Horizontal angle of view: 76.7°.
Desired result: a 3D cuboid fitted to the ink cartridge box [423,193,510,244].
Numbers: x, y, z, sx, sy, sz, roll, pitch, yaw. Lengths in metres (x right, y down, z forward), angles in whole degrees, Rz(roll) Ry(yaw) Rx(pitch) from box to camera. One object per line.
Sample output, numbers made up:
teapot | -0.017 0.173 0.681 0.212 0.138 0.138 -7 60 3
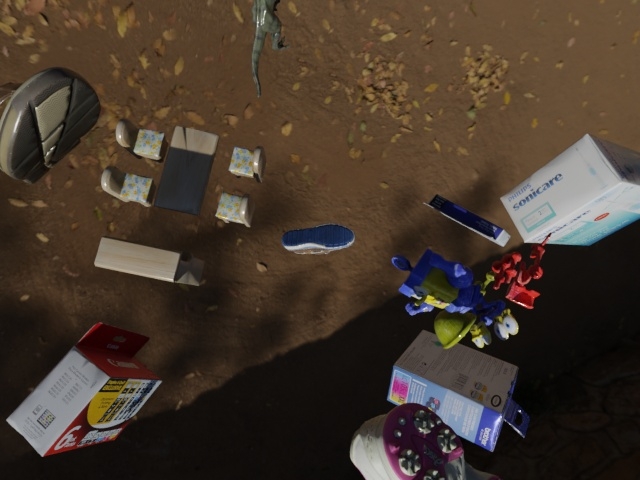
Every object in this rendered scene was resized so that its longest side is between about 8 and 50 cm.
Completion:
ink cartridge box | 0.437 -0.063 1.193 0.224 0.223 0.045 10 112 -59

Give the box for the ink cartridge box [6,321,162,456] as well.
ink cartridge box | -0.557 0.376 1.046 0.130 0.309 0.272 34 75 13

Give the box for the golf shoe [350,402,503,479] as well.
golf shoe | 0.161 0.339 0.518 0.306 0.140 0.115 50 48 1

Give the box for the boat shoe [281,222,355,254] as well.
boat shoe | 0.000 0.000 1.001 0.183 0.066 0.066 0 66 18

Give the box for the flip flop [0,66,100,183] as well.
flip flop | -0.322 -0.128 0.451 0.112 0.277 0.080 -49 116 -22

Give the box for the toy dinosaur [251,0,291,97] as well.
toy dinosaur | -0.098 -0.415 0.761 0.064 0.118 0.268 12 114 8

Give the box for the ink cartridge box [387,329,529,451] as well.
ink cartridge box | 0.453 0.469 1.286 0.270 0.395 0.151 -25 124 -52

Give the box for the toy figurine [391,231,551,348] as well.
toy figurine | 0.243 0.076 0.797 0.217 0.362 0.191 26 70 8

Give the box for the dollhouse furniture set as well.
dollhouse furniture set | -0.360 -0.102 0.999 0.362 0.256 0.394 12 82 -1

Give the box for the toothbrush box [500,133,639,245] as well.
toothbrush box | 0.592 -0.096 0.895 0.296 0.126 0.216 4 147 -33
